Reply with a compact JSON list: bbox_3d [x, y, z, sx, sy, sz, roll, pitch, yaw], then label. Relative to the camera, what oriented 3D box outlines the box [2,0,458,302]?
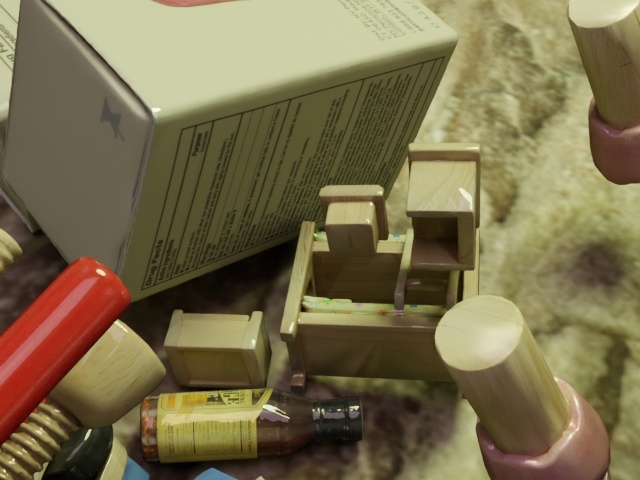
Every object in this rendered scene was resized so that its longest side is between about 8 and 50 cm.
[{"bbox_3d":[-0.055,-0.081,0.615,0.232,0.149,0.127,-21,57,-39],"label":"box"}]

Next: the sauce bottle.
[{"bbox_3d":[-0.040,0.107,0.590,0.128,0.042,0.042,-2,55,-5],"label":"sauce bottle"}]

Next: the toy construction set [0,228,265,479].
[{"bbox_3d":[-0.131,0.168,0.404,0.257,0.309,0.237,28,64,27],"label":"toy construction set"}]

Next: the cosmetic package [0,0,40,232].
[{"bbox_3d":[-0.126,-0.157,0.721,0.296,0.129,0.153,-33,63,-22],"label":"cosmetic package"}]

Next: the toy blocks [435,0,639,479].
[{"bbox_3d":[0.263,0.045,0.516,0.309,0.260,0.288,5,54,35],"label":"toy blocks"}]

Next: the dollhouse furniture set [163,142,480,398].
[{"bbox_3d":[0.000,0.000,0.584,0.182,0.161,0.101,1,46,9],"label":"dollhouse furniture set"}]
